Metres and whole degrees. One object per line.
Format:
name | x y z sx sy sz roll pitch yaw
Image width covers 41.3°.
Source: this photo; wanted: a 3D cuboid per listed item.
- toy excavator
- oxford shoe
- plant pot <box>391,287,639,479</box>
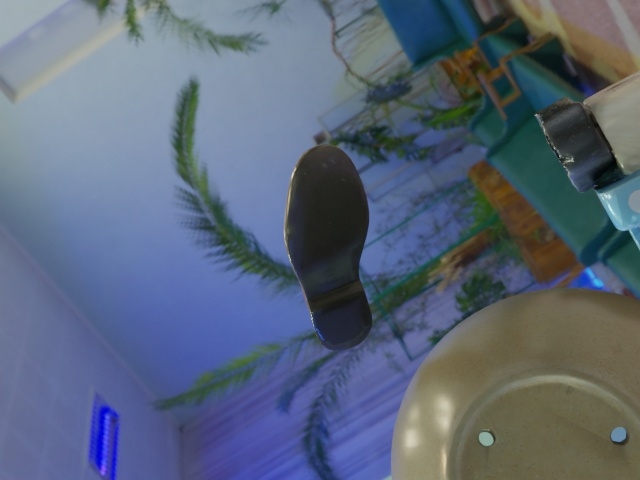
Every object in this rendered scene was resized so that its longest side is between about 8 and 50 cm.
toy excavator | 0.458 -0.006 0.983 0.445 0.222 0.433 59 -163 -2
oxford shoe | 0.000 0.000 0.768 0.076 0.076 0.212 -117 18 -52
plant pot | 0.170 0.158 0.588 0.284 0.284 0.191 60 -170 22
